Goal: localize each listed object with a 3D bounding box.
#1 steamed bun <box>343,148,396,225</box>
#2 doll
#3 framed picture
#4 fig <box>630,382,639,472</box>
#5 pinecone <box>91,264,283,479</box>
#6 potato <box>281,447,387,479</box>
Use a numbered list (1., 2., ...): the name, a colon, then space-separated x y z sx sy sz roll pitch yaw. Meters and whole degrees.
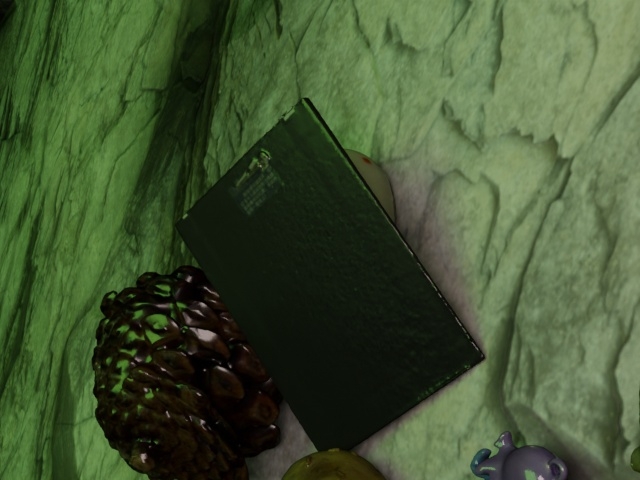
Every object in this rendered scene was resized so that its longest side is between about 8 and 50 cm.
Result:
1. steamed bun: 0.000 0.000 1.312 0.177 0.130 0.228 9 87 59
2. doll: 0.168 0.240 1.016 0.206 0.067 0.110 -50 53 52
3. framed picture: -0.003 0.051 1.222 0.255 0.014 0.339 -42 77 34
4. fig: 0.299 0.144 0.804 0.143 0.160 0.231 30 144 28
5. pinecone: -0.165 0.174 1.395 0.298 0.242 0.296 120 154 -46
6. potato: 0.016 0.296 1.177 0.176 0.137 0.137 -108 39 -72
